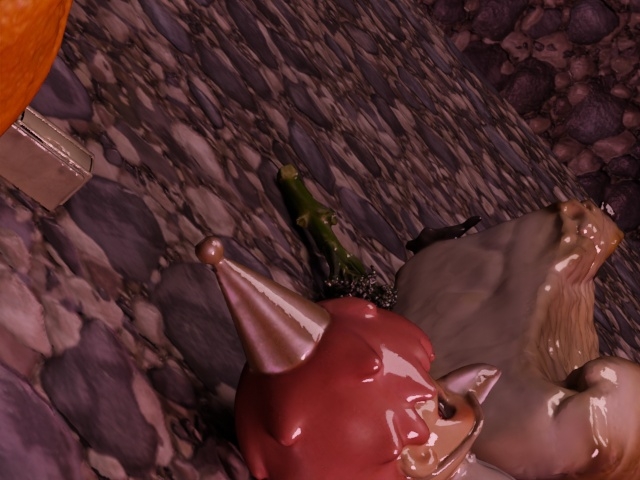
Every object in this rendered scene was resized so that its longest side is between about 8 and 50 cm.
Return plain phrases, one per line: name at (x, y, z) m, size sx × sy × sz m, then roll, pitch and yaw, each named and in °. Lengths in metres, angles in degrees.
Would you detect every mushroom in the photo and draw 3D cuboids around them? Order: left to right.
mushroom at (0.202, 0.166, 1.189) m, size 0.314 × 0.224 × 0.397 m, roll 62°, pitch 17°, yaw -16°

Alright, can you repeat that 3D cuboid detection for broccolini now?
broccolini at (-0.001, 0.002, 1.270) m, size 0.067 × 0.058 × 0.216 m, roll 91°, pitch -26°, yaw -44°

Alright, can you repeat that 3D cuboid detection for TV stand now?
TV stand at (-0.245, -0.103, 0.877) m, size 0.249 × 0.036 × 0.042 m, roll 39°, pitch 22°, yaw -32°

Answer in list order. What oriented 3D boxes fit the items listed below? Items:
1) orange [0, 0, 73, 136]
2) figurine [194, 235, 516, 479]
orange at (-0.241, -0.139, 0.629) m, size 0.261 × 0.261 × 0.261 m, roll 44°, pitch 18°, yaw -19°
figurine at (0.052, 0.133, 0.913) m, size 0.387 × 0.166 × 0.207 m, roll 50°, pitch -2°, yaw -12°
